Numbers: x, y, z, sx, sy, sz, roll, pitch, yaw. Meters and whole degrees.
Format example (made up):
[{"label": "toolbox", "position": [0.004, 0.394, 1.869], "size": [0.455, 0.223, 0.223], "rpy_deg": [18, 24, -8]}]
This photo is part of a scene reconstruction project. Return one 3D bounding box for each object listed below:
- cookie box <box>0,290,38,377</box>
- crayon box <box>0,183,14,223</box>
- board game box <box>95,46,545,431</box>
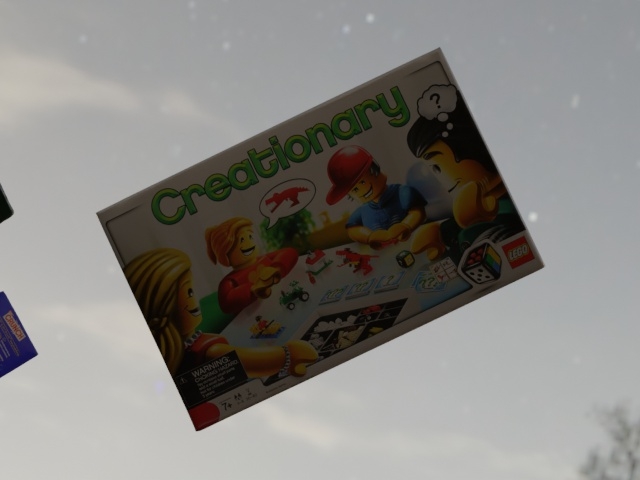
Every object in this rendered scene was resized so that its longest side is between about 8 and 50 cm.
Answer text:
[{"label": "cookie box", "position": [-0.406, 0.126, 2.180], "size": [0.040, 0.107, 0.092], "rpy_deg": [-10, -71, 61]}, {"label": "crayon box", "position": [-0.414, -0.061, 1.440], "size": [0.323, 0.203, 0.083], "rpy_deg": [37, -24, 39]}, {"label": "board game box", "position": [0.000, 0.000, 1.448], "size": [0.305, 0.193, 0.053], "rpy_deg": [-26, -4, 4]}]
